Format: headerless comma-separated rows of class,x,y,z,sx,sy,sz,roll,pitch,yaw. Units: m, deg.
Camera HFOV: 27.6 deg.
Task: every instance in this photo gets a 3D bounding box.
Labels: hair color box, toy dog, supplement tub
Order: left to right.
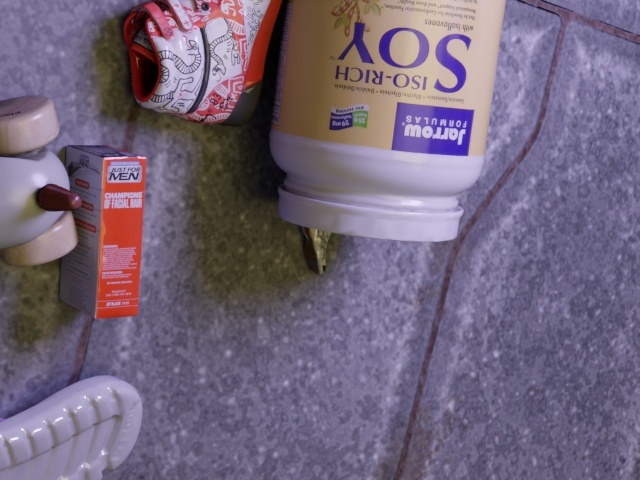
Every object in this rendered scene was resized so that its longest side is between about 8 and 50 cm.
toy dog,-0.356,-0.011,1.227,0.334,0.161,0.220,-42,121,-19
hair color box,-0.227,-0.011,1.357,0.053,0.093,0.167,-4,104,-35
supplement tub,0.071,-0.179,1.431,0.241,0.241,0.331,1,100,-35

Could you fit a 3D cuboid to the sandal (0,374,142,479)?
sandal,-0.366,0.239,1.326,0.416,0.102,0.169,-15,125,-44

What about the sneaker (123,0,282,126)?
sneaker,-0.121,-0.258,1.373,0.145,0.090,0.270,4,101,-38

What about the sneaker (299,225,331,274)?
sneaker,0.000,0.000,1.553,0.037,0.032,0.083,-22,113,-29
